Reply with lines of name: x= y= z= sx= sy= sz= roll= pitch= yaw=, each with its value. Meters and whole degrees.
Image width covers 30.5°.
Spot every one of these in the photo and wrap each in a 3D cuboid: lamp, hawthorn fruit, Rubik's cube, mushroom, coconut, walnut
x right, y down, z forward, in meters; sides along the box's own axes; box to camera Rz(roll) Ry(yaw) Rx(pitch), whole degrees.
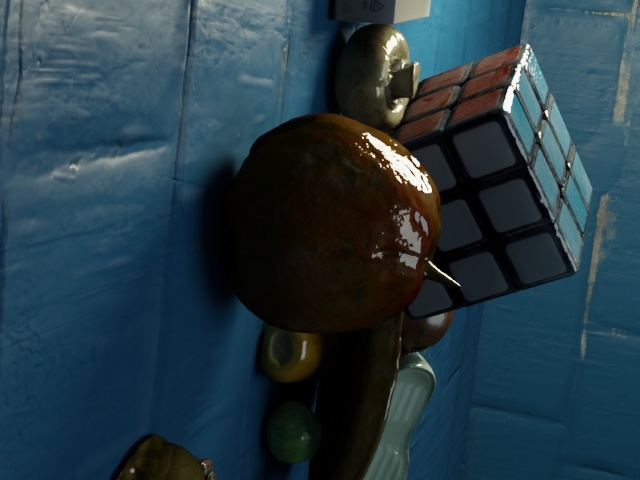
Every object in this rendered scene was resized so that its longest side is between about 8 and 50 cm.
lamp: x=-0.147 y=0.310 z=1.443 sx=0.063 sy=0.031 sz=0.083 roll=-24 pitch=119 yaw=-73
hawthorn fruit: x=0.038 y=-0.012 z=1.420 sx=0.277 sy=0.298 sz=0.277 roll=-57 pitch=161 yaw=-31
Rubik's cube: x=0.240 y=-0.095 z=1.896 sx=0.301 sy=0.303 sz=0.305 roll=61 pitch=30 yaw=-21
mushroom: x=0.089 y=-0.244 z=1.786 sx=0.166 sy=0.127 sz=0.166 roll=13 pitch=90 yaw=-73
coconut: x=-0.038 y=0.283 z=1.715 sx=0.096 sy=0.087 sz=0.088 roll=76 pitch=27 yaw=-43
walnut: x=-0.169 y=0.310 z=1.255 sx=0.167 sy=0.087 sz=0.211 roll=73 pitch=30 yaw=-50
hawthorn fruit: x=0.145 y=0.082 z=2.097 sx=0.199 sy=0.199 sz=0.251 roll=37 pitch=50 yaw=-72

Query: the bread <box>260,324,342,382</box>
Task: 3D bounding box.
bread: x=-0.022 y=0.162 z=1.720 sx=0.239 sy=0.074 sz=0.093 roll=25 pitch=69 yaw=-74

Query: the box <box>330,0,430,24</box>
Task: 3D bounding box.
box: x=0.101 y=-0.435 z=1.770 sx=0.251 sy=0.106 sz=0.203 roll=-38 pitch=133 yaw=-69

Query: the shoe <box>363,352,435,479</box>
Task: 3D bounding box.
shoe: x=0.108 y=0.347 z=2.234 sx=0.160 sy=0.131 sz=0.363 roll=-116 pitch=-141 yaw=-59

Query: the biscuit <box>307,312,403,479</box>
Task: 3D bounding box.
biscuit: x=0.054 y=0.210 z=1.810 sx=0.381 sy=0.074 sz=0.359 roll=-84 pitch=-166 yaw=-56
